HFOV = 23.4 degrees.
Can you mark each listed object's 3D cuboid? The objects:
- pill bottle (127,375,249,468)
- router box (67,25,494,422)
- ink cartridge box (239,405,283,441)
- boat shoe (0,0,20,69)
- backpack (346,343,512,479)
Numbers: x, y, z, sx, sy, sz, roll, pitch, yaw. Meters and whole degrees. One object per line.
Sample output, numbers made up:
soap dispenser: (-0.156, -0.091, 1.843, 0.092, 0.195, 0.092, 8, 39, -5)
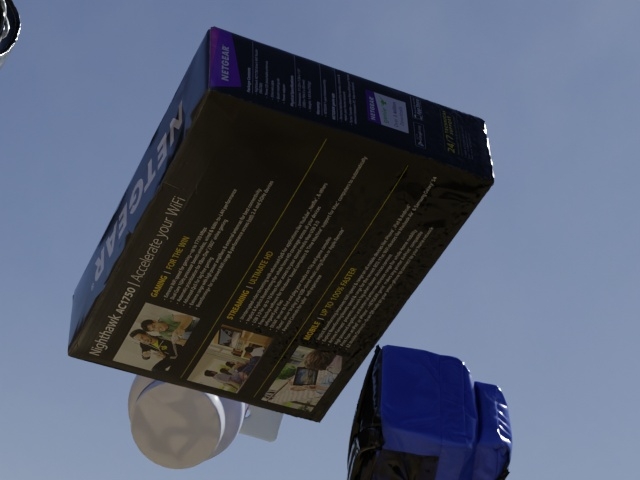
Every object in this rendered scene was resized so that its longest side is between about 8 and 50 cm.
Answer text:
pill bottle: (-0.094, 0.113, 1.142, 0.086, 0.086, 0.152, 19, 13, 1)
router box: (-0.023, 0.001, 0.700, 0.133, 0.046, 0.179, 17, -49, -20)
ink cartridge box: (-0.068, 0.076, 1.359, 0.104, 0.180, 0.060, 21, -9, -26)
boat shoe: (-0.265, -0.155, 1.170, 0.079, 0.233, 0.084, -26, -78, 14)
backpack: (0.065, 0.146, 0.986, 0.101, 0.098, 0.120, 14, -57, 0)
